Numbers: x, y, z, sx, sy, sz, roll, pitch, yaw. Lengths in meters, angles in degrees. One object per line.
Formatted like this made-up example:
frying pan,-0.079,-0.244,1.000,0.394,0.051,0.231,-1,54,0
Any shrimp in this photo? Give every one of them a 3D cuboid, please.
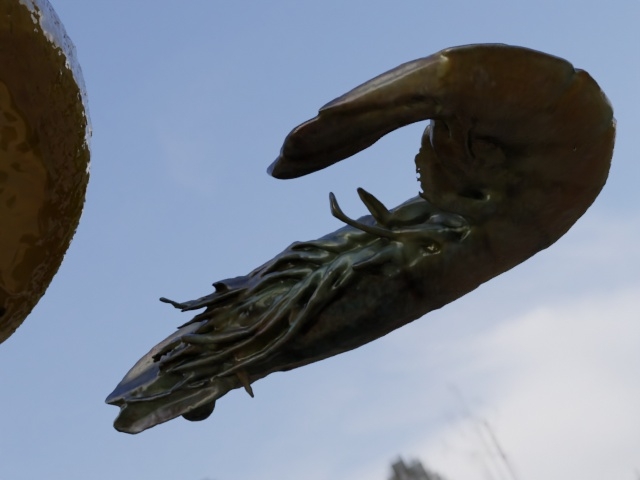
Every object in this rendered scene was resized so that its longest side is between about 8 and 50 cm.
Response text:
shrimp,0.000,0.000,0.794,0.296,0.058,0.169,-29,-40,12

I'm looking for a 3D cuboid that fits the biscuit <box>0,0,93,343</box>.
biscuit,-0.236,-0.023,0.697,0.296,0.102,0.296,-13,-44,-13
